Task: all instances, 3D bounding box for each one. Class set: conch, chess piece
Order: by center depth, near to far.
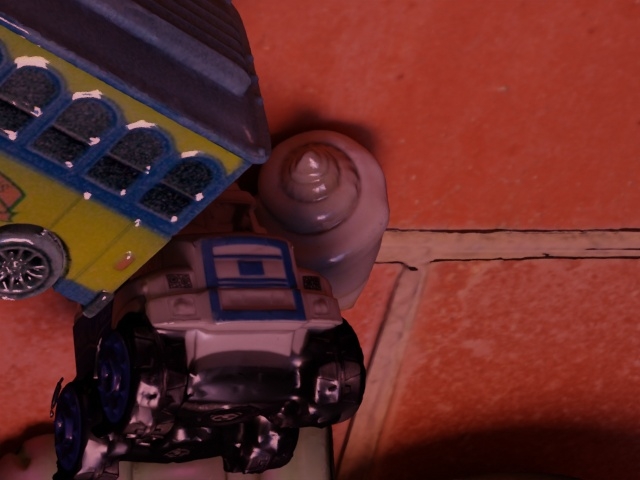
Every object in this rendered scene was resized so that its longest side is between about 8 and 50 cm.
[{"bbox_3d":[-0.006,-0.010,1.178,0.104,0.094,0.176,-27,164,-8],"label":"conch"},{"bbox_3d":[-0.125,0.173,1.293,0.271,0.139,0.139,-2,136,1],"label":"chess piece"}]

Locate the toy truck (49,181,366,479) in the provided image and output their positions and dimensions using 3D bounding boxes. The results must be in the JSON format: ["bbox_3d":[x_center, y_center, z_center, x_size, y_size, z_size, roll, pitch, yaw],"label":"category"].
[{"bbox_3d":[-0.084,0.054,1.108,0.161,0.177,0.213,1,155,-27],"label":"toy truck"}]

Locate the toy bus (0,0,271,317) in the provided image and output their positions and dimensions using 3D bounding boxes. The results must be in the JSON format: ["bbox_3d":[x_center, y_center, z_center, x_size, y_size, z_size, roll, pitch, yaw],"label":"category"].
[{"bbox_3d":[-0.199,-0.105,0.955,0.312,0.152,0.190,28,124,-36],"label":"toy bus"}]

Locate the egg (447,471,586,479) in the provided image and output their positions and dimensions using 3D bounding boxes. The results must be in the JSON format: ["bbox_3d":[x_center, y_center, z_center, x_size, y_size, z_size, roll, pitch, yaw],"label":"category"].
[{"bbox_3d":[0.161,0.350,1.384,0.428,0.345,0.345,23,125,-20],"label":"egg"}]
